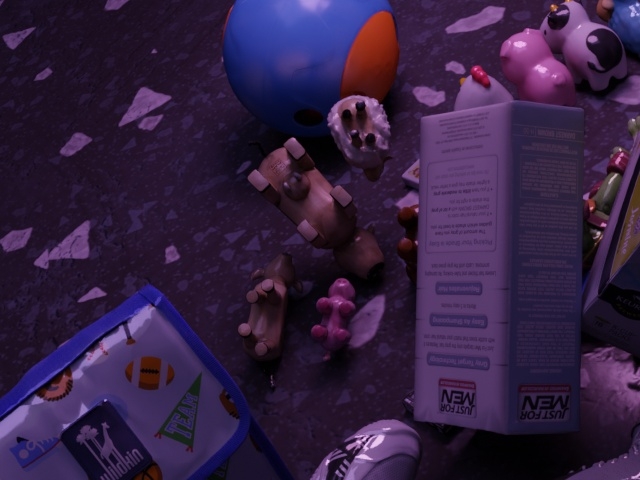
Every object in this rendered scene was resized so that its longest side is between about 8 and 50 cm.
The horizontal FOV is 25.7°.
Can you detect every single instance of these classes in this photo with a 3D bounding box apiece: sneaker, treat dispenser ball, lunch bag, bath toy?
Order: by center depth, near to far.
[{"bbox_3d":[0.056,0.378,1.563,0.210,0.137,0.366,16,60,41],"label":"sneaker"},{"bbox_3d":[0.334,0.264,1.573,0.228,0.086,0.132,-5,37,12],"label":"sneaker"},{"bbox_3d":[-0.227,0.280,1.639,0.328,0.385,0.239,-39,39,-15],"label":"lunch bag"},{"bbox_3d":[0.335,-0.269,2.099,0.348,0.129,0.151,-34,37,-18],"label":"bath toy"},{"bbox_3d":[-0.015,-0.310,2.259,0.288,0.288,0.288,-17,39,14],"label":"treat dispenser ball"}]

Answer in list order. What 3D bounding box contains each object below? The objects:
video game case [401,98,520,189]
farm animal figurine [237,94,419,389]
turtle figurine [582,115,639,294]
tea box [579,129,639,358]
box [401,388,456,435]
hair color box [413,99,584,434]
[{"bbox_3d":[0.257,-0.131,2.106,0.212,0.023,0.193,-44,41,-18],"label":"video game case"},{"bbox_3d":[0.000,0.000,1.984,0.330,0.172,0.327,-27,79,2],"label":"farm animal figurine"},{"bbox_3d":[0.317,-0.063,1.853,0.266,0.198,0.274,-41,42,-24],"label":"turtle figurine"},{"bbox_3d":[0.480,-0.056,1.590,0.220,0.323,0.329,25,56,2],"label":"tea box"},{"bbox_3d":[0.154,0.205,1.789,0.067,0.018,0.083,-42,40,-17],"label":"box"},{"bbox_3d":[0.209,0.034,1.658,0.185,0.113,0.375,-3,84,60],"label":"hair color box"}]
